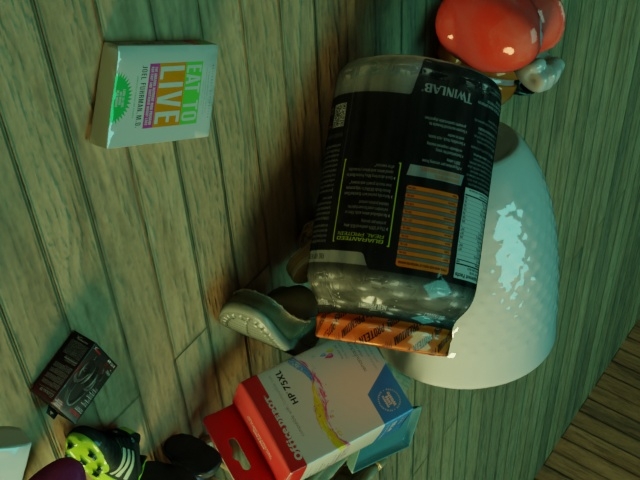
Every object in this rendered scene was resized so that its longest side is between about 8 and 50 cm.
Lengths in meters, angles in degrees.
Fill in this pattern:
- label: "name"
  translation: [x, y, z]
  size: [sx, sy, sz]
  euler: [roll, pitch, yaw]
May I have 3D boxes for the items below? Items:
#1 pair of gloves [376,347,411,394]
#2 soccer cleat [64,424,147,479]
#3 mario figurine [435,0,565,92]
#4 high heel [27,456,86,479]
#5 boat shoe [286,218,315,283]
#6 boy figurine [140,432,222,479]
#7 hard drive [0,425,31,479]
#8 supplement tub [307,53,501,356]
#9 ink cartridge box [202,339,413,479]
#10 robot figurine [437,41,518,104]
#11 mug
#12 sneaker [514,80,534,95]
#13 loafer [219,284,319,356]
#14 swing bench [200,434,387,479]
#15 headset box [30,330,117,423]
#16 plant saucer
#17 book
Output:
- label: "pair of gloves"
  translation: [0.115, 0.173, 1.838]
  size: [0.204, 0.042, 0.240]
  euler: [23, 87, -59]
- label: "soccer cleat"
  translation: [-0.235, 0.232, 1.220]
  size: [0.179, 0.060, 0.072]
  euler: [81, 32, -59]
- label: "mario figurine"
  translation: [0.232, -0.307, 1.315]
  size: [0.170, 0.198, 0.320]
  euler: [-52, -159, 30]
- label: "high heel"
  translation: [-0.327, 0.318, 1.089]
  size: [0.244, 0.082, 0.117]
  euler: [-50, 164, -1]
- label: "boat shoe"
  translation: [0.000, 0.000, 1.445]
  size: [0.170, 0.059, 0.063]
  euler: [-36, 160, -48]
- label: "boy figurine"
  translation: [-0.184, 0.388, 1.412]
  size: [0.177, 0.092, 0.285]
  euler: [-40, 142, -46]
- label: "hard drive"
  translation: [-0.382, 0.310, 0.955]
  size: [0.203, 0.040, 0.307]
  euler: [3, 112, -42]
- label: "supplement tub"
  translation: [0.098, -0.038, 1.331]
  size: [0.207, 0.207, 0.338]
  euler: [21, 77, -64]
- label: "ink cartridge box"
  translation: [-0.017, 0.219, 1.390]
  size: [0.231, 0.134, 0.078]
  euler: [-24, 160, -23]
- label: "robot figurine"
  translation: [0.235, -0.280, 1.554]
  size: [0.158, 0.128, 0.219]
  euler: [-88, -166, -70]
- label: "mug"
  translation: [0.221, -0.024, 1.626]
  size: [0.374, 0.276, 0.328]
  euler: [-58, 149, -51]
- label: "sneaker"
  translation: [0.330, -0.265, 1.807]
  size: [0.178, 0.077, 0.072]
  euler: [-26, 136, -54]
- label: "loafer"
  translation: [-0.055, 0.091, 1.400]
  size: [0.087, 0.094, 0.251]
  euler: [-67, 164, -7]
- label: "swing bench"
  translation: [-0.028, 0.327, 1.564]
  size: [0.253, 0.165, 0.254]
  euler: [-42, 146, -41]
- label: "headset box"
  translation: [-0.253, 0.144, 1.124]
  size: [0.083, 0.032, 0.062]
  euler: [-56, 154, -20]
- label: "plant saucer"
  translation: [0.089, 0.272, 1.531]
  size: [0.192, 0.018, 0.067]
  euler: [-3, 112, -63]
- label: "book"
  translation: [-0.158, -0.143, 1.053]
  size: [0.144, 0.035, 0.096]
  euler: [-17, 124, -55]
